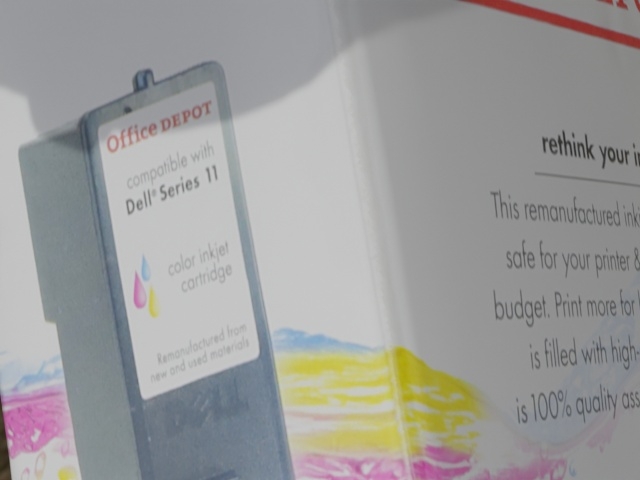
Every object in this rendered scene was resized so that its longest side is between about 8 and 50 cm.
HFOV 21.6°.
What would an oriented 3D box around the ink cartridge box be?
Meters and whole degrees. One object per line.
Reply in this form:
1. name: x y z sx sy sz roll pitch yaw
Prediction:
1. ink cartridge box: 0.026 0.020 0.437 0.119 0.207 0.354 -15 80 35
